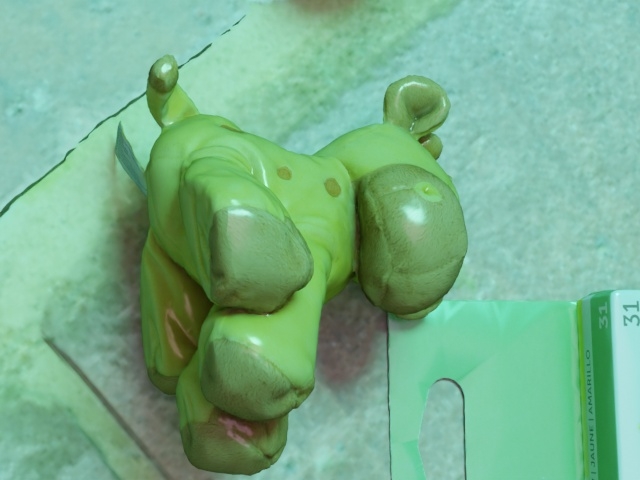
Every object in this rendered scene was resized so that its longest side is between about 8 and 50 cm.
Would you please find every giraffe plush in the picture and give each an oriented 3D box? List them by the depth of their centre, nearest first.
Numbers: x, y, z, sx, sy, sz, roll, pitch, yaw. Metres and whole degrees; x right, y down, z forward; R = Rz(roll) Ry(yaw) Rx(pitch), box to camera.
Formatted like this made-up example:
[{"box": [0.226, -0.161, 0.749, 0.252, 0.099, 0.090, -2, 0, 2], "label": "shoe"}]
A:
[{"box": [0.000, 0.000, 0.718, 0.171, 0.181, 0.210, -5, 50, -21], "label": "giraffe plush"}]

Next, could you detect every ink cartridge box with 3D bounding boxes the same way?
[{"box": [0.160, 0.113, 0.787, 0.235, 0.056, 0.171, 1, 82, -16], "label": "ink cartridge box"}]
